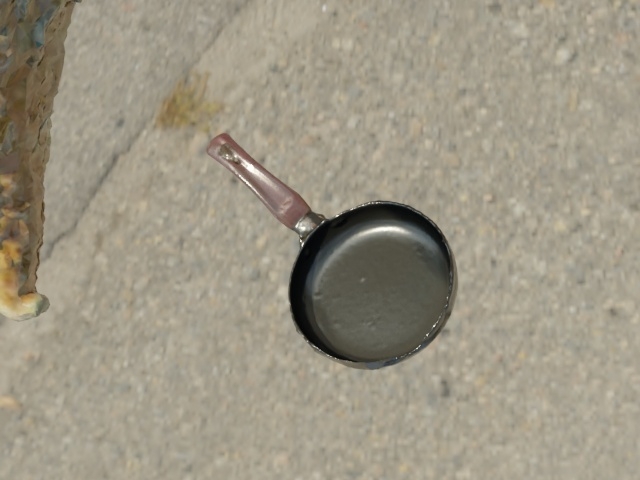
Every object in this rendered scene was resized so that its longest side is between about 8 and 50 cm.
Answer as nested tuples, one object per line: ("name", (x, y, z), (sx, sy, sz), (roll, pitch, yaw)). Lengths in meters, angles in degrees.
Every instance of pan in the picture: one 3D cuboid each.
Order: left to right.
("pan", (0.000, 0.001, 0.930), (0.115, 0.212, 0.040), (-47, 157, -4))

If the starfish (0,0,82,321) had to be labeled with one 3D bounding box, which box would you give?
("starfish", (-0.063, -0.098, 0.330), (0.048, 0.231, 0.295), (16, 176, 19))
